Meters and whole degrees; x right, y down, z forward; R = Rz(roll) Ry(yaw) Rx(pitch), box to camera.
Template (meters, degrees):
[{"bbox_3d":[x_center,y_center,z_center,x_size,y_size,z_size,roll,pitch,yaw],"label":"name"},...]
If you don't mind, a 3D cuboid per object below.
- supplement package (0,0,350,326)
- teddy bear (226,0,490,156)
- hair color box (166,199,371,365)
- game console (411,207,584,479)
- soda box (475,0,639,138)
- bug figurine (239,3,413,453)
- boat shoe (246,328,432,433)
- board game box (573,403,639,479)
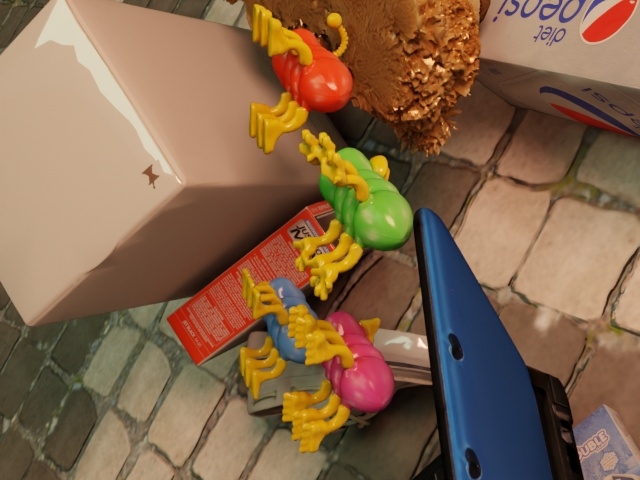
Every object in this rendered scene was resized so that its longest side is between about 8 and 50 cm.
[{"bbox_3d":[-0.126,-0.064,0.907,0.177,0.293,0.175,-39,76,24],"label":"supplement package"},{"bbox_3d":[0.008,-0.208,0.834,0.338,0.113,0.245,31,130,48],"label":"teddy bear"},{"bbox_3d":[-0.038,0.031,0.932,0.167,0.093,0.053,-36,83,26],"label":"hair color box"},{"bbox_3d":[0.059,0.180,0.583,0.250,0.173,0.293,-50,26,34],"label":"game console"},{"bbox_3d":[0.192,-0.133,0.752,0.098,0.091,0.286,-59,26,1],"label":"soda box"},{"bbox_3d":[0.000,0.000,0.721,0.216,0.072,0.279,-121,31,-55],"label":"bug figurine"},{"bbox_3d":[0.021,0.107,0.842,0.226,0.083,0.075,-9,72,57],"label":"boat shoe"},{"bbox_3d":[0.159,0.160,0.674,0.090,0.020,0.090,-45,36,19],"label":"board game box"}]
